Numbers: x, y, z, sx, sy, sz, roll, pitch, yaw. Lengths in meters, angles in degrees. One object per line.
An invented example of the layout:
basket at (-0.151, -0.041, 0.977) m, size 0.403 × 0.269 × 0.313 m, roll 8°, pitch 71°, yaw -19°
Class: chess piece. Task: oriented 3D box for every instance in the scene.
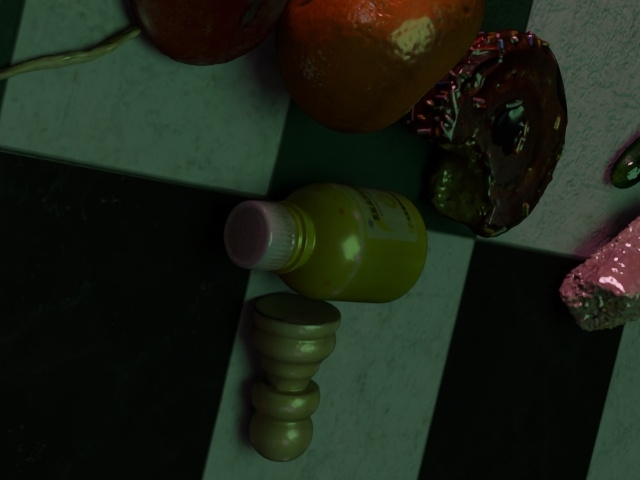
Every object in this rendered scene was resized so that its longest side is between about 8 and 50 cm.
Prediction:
chess piece at (-0.038, 0.147, 1.871) m, size 0.094 × 0.094 × 0.171 m, roll -7°, pitch 114°, yaw -45°

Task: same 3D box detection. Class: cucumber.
cucumber at (0.461, -0.155, 2.323) m, size 0.284 × 0.056 × 0.056 m, roll -43°, pitch 130°, yaw -25°

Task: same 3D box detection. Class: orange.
orange at (0.054, -0.211, 1.762) m, size 0.170 × 0.224 × 0.224 m, roll 43°, pitch 63°, yaw 0°

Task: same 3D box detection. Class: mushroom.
mushroom at (-0.244, -0.154, 1.603) m, size 0.286 × 0.026 × 0.028 m, roll -33°, pitch 140°, yaw -38°

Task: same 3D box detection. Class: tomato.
tomato at (-0.088, -0.259, 1.668) m, size 0.173 × 0.099 × 0.189 m, roll 29°, pitch 73°, yaw -47°

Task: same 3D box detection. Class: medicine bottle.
medicine bottle at (0.000, 0.000, 1.830) m, size 0.212 × 0.122 × 0.122 m, roll 6°, pitch 98°, yaw -47°

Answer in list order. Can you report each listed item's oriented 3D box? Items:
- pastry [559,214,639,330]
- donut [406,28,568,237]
pastry at (0.413, 0.026, 2.284) m, size 0.265 × 0.103 × 0.112 m, roll -30°, pitch 162°, yaw -45°
donut at (0.181, -0.130, 2.001) m, size 0.216 × 0.096 × 0.230 m, roll -59°, pitch 136°, yaw -19°
